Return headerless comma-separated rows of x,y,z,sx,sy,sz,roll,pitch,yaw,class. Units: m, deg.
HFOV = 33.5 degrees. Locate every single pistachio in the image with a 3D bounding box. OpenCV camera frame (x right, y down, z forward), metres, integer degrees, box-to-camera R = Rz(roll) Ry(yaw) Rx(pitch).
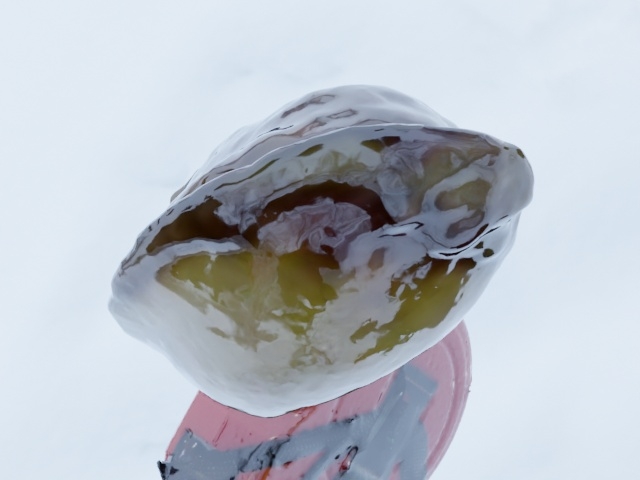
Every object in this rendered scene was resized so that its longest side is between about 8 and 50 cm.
0.000,0.000,0.439,0.210,0.165,0.130,-29,68,50,pistachio

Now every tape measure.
0.017,0.137,0.902,0.114,0.253,0.260,24,82,42,tape measure
